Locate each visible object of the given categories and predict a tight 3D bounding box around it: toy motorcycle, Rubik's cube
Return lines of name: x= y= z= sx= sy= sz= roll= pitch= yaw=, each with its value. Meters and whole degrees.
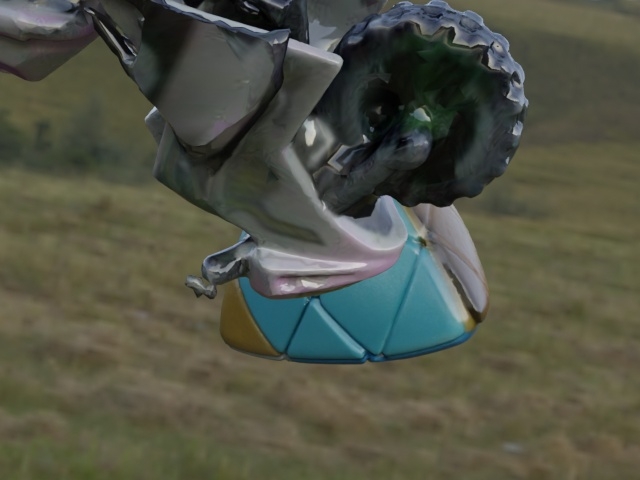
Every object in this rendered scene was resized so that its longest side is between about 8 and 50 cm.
toy motorcycle: x=-0.066 y=-0.078 z=0.922 sx=0.327 sy=0.188 sz=0.143 roll=24 pitch=38 yaw=5
Rubik's cube: x=0.000 y=0.000 z=1.549 sx=0.254 sy=0.254 sz=0.254 roll=11 pitch=-2 yaw=0
